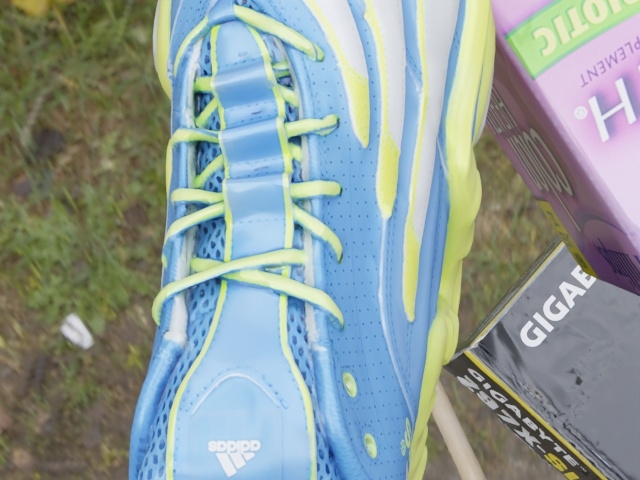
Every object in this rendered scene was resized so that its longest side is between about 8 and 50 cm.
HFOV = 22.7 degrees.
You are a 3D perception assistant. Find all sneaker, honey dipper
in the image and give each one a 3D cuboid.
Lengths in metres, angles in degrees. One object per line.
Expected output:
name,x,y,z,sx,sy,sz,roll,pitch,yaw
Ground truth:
sneaker,0.000,0.000,0.388,0.091,0.126,0.240,0,106,1
honey dipper,0.057,0.078,0.698,0.030,0.030,0.161,-21,53,-1

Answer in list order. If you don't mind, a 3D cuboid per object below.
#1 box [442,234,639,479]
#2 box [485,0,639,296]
box,0.276,0.044,0.976,0.257,0.079,0.322,44,75,2
box,0.090,-0.110,0.569,0.117,0.213,0.243,-35,91,3
